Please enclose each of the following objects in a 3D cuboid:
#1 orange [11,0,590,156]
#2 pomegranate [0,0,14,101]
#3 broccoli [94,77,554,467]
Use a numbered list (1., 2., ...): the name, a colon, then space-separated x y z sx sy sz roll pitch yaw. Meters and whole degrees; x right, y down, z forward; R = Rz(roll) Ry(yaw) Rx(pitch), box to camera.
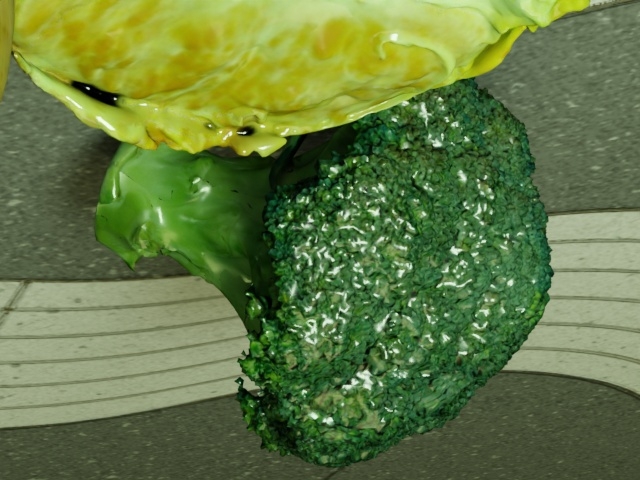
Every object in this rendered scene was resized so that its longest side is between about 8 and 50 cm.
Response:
1. orange: -0.002 -0.171 0.828 0.262 0.196 0.334 -14 168 -27
2. pomegranate: -0.279 -0.100 0.732 0.332 0.332 0.332 -7 159 -3
3. broccoli: 0.000 0.000 1.242 0.297 0.297 0.297 17 162 10
